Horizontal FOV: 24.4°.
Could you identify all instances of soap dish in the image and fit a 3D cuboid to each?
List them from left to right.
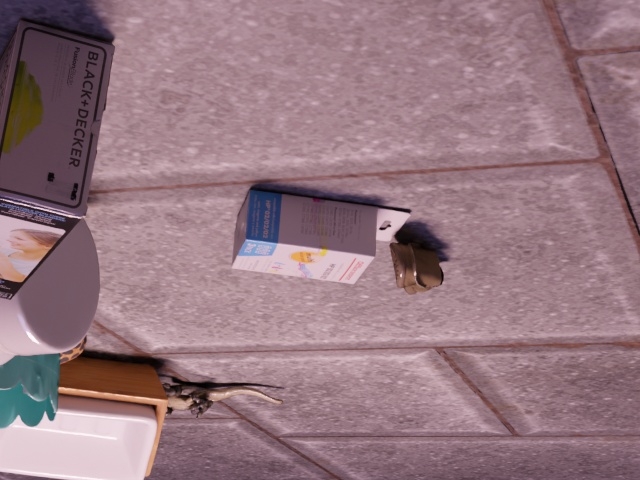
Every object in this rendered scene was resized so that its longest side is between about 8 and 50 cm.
[{"bbox_3d":[-0.396,0.275,2.330,0.290,0.118,0.229,8,140,-9],"label":"soap dish"}]

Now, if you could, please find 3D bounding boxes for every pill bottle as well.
[{"bbox_3d":[-0.444,0.048,1.656,0.361,0.204,0.204,-5,158,23],"label":"pill bottle"}]

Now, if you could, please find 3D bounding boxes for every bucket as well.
[{"bbox_3d":[-0.457,0.125,1.906,0.281,0.183,0.281,4,161,1],"label":"bucket"}]

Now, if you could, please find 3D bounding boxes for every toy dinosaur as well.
[{"bbox_3d":[-0.206,0.258,2.410,0.268,0.064,0.118,-6,173,24],"label":"toy dinosaur"}]

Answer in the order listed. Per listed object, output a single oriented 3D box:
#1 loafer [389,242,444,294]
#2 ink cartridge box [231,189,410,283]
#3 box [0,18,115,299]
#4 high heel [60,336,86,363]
[{"bbox_3d":[0.113,0.029,1.715,0.050,0.056,0.148,-12,171,9],"label":"loafer"},{"bbox_3d":[0.000,0.000,1.638,0.181,0.062,0.104,7,161,-10],"label":"ink cartridge box"},{"bbox_3d":[-0.280,-0.065,1.364,0.087,0.169,0.290,15,159,-20],"label":"box"},{"bbox_3d":[-0.462,0.167,2.095,0.261,0.093,0.186,-17,172,-17],"label":"high heel"}]
